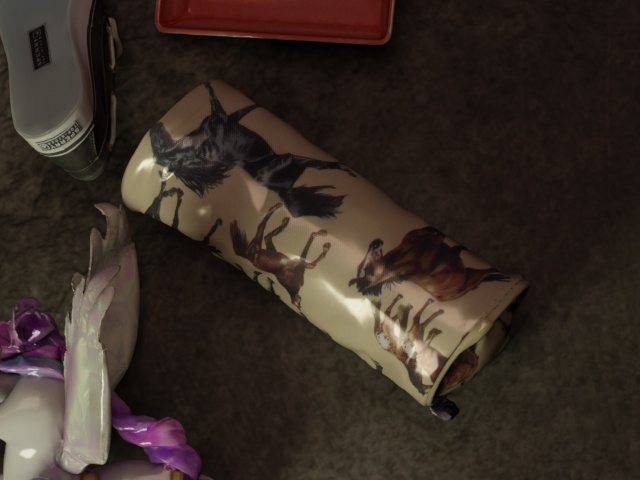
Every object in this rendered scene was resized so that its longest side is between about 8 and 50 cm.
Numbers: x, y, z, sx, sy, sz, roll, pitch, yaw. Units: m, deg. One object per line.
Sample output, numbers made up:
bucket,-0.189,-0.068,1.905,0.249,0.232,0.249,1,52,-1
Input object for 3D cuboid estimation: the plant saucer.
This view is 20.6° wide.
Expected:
plant saucer,-0.033,-0.333,1.816,0.259,0.048,0.259,5,89,18

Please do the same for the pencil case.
pencil case,0.000,0.000,1.705,0.410,0.183,0.160,34,75,15

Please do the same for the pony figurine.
pony figurine,-0.261,0.167,1.675,0.364,0.303,0.351,-5,108,3

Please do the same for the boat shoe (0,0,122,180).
boat shoe,-0.257,-0.195,1.817,0.113,0.105,0.306,-25,50,12
